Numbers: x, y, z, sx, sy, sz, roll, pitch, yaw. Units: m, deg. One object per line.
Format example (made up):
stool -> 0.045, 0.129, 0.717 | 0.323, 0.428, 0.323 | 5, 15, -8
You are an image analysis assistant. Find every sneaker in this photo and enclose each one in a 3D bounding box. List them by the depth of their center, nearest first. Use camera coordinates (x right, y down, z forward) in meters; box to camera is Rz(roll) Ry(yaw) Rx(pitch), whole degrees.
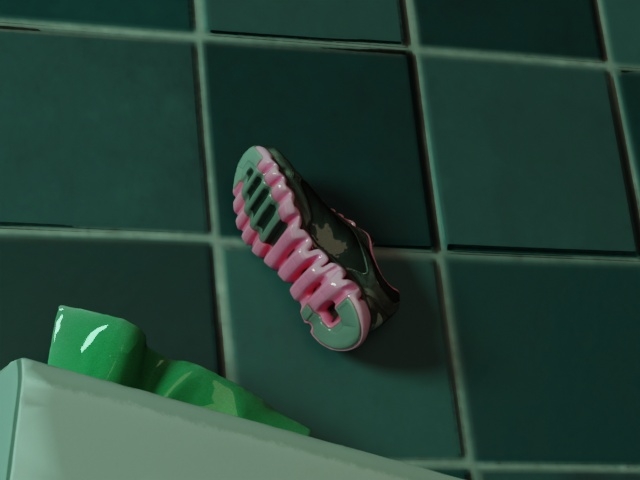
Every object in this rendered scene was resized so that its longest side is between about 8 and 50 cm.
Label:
sneaker -> 0.000, 0.000, 0.939 | 0.057, 0.047, 0.119 | -22, 77, -43

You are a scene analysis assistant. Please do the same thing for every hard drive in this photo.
hard drive -> -0.011, 0.186, 0.793 | 0.307, 0.040, 0.203 | 19, 59, -29

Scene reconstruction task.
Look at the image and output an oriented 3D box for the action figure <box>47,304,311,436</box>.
action figure -> -0.101, 0.158, 0.811 | 0.137, 0.063, 0.232 | 26, 56, -8
